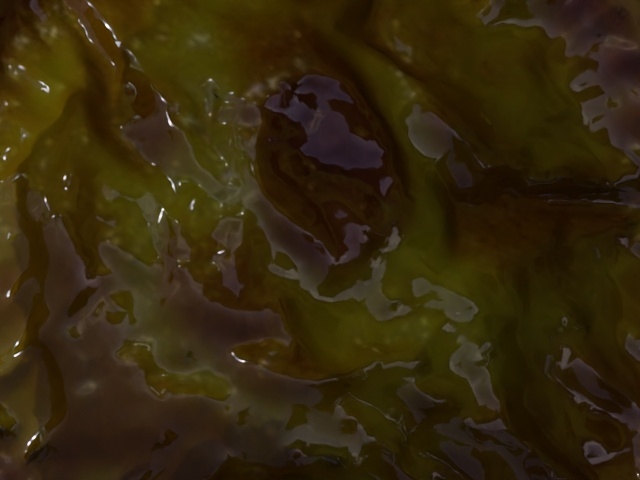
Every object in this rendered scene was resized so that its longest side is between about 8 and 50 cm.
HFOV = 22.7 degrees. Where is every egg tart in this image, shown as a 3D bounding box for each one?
[{"bbox_3d":[0.000,0.000,0.502,0.294,0.295,0.116,31,16,7],"label":"egg tart"}]
